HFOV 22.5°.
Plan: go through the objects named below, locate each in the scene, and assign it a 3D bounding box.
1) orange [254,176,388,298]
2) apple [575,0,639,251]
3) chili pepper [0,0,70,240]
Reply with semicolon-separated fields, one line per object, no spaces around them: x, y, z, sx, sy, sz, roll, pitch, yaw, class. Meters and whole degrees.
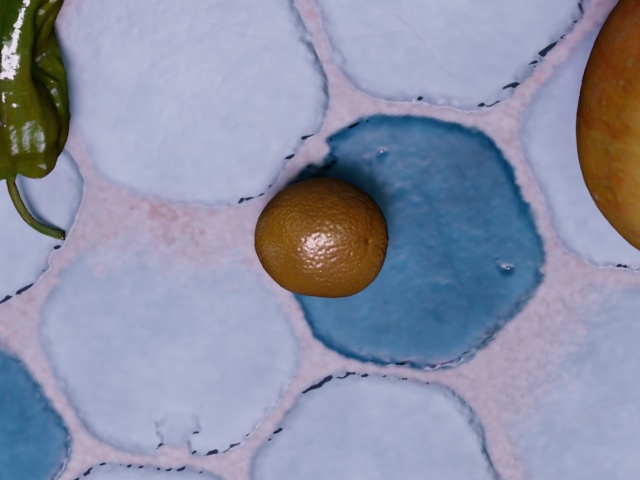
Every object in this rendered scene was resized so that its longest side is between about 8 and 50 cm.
0.000;0.000;0.971;0.085;0.085;0.085;0;111;0;orange
0.257;-0.085;0.891;0.234;0.173;0.210;-9;116;12;apple
-0.176;-0.088;0.935;0.073;0.072;0.204;9;110;-6;chili pepper
